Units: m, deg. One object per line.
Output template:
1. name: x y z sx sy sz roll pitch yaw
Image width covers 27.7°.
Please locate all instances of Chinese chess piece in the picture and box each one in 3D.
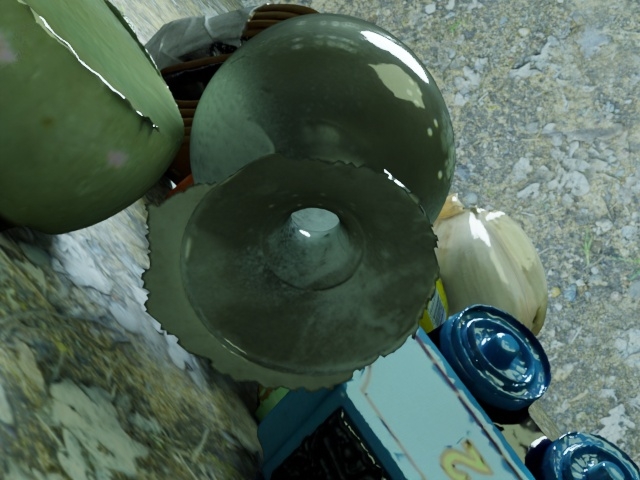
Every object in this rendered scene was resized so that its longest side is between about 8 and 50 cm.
1. Chinese chess piece: -0.265 -0.163 1.047 0.349 0.146 0.349 50 8 -10

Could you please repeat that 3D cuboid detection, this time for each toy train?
1. toy train: 0.108 0.205 1.101 0.265 0.188 0.300 -18 64 -45

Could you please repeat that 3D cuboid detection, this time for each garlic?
1. garlic: 0.152 0.067 1.491 0.203 0.185 0.281 62 -16 -14

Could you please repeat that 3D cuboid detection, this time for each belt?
1. belt: -0.095 -0.163 1.490 0.339 0.217 0.122 2 -33 42

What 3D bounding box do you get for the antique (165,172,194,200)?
1. antique: -0.115 -0.027 1.403 0.104 0.104 0.104 50 9 -11

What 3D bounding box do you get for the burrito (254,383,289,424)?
1. burrito: 0.032 0.248 1.208 0.288 0.054 0.104 54 7 22

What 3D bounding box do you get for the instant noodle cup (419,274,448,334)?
1. instant noodle cup: 0.004 0.036 1.308 0.264 0.264 0.200 59 3 41

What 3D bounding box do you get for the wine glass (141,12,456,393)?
1. wine glass: -0.005 -0.053 1.060 0.238 0.238 0.323 49 20 -18

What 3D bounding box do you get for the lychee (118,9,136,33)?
1. lychee: -0.253 -0.201 1.355 0.114 0.146 0.114 12 76 -53
